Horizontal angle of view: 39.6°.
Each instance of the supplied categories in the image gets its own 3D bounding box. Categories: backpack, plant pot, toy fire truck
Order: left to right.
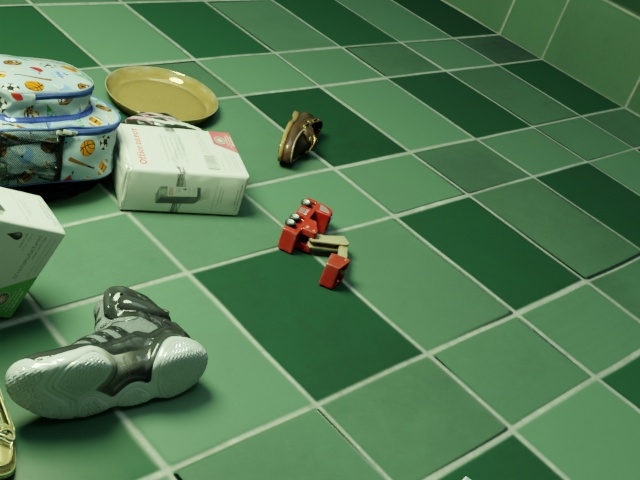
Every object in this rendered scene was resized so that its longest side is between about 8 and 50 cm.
[{"bbox_3d":[-0.475,-0.195,1.490,0.263,0.213,0.276,0,32,-44],"label":"backpack"},{"bbox_3d":[-0.333,-0.298,1.865,0.236,0.032,0.236,14,32,-9],"label":"plant pot"},{"bbox_3d":[0.000,0.000,1.569,0.135,0.047,0.192,24,32,7],"label":"toy fire truck"}]

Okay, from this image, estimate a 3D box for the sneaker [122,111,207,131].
[{"bbox_3d":[-0.288,-0.217,1.728,0.178,0.072,0.077,18,33,-2],"label":"sneaker"}]

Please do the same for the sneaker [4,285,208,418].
[{"bbox_3d":[-0.292,0.141,1.164,0.269,0.101,0.153,-2,36,-39],"label":"sneaker"}]

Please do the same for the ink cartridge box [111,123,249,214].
[{"bbox_3d":[-0.257,-0.127,1.589,0.218,0.092,0.158,4,35,-25],"label":"ink cartridge box"}]

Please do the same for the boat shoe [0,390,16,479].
[{"bbox_3d":[-0.390,0.213,1.046,0.056,0.048,0.153,0,36,-27],"label":"boat shoe"}]

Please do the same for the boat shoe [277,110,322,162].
[{"bbox_3d":[-0.039,-0.216,1.852,0.073,0.073,0.207,17,32,1],"label":"boat shoe"}]

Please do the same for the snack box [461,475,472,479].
[{"bbox_3d":[0.167,0.367,1.123,0.064,0.022,0.178,33,35,23],"label":"snack box"}]

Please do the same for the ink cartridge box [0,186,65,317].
[{"bbox_3d":[-0.471,0.007,1.145,0.092,0.160,0.219,46,18,31],"label":"ink cartridge box"}]
